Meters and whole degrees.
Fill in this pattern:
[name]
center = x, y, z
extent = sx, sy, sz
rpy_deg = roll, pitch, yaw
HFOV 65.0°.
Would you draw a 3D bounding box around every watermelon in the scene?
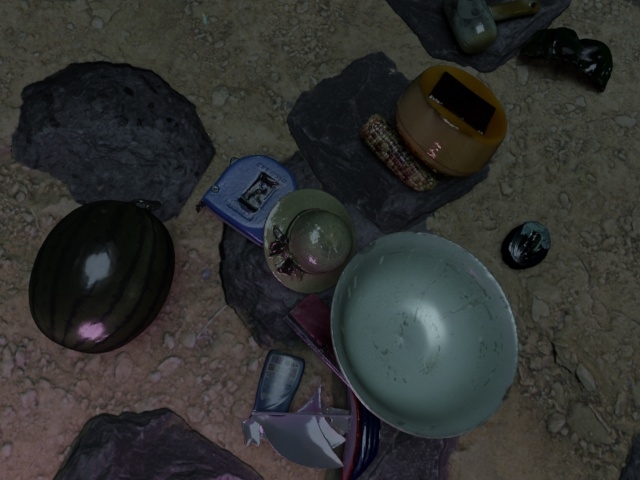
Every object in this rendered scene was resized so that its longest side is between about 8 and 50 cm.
[watermelon]
center = -0.463, 0.064, 1.096
extent = 0.278, 0.279, 0.360
rpy_deg = 17, 77, 0

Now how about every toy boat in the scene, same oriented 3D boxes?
[toy boat]
center = 0.000, 0.442, 1.114
extent = 0.317, 0.072, 0.219
rpy_deg = -14, 74, -24

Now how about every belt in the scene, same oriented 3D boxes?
[belt]
center = 0.533, 0.013, 1.297
extent = 0.105, 0.058, 0.140
rpy_deg = 38, 76, 2

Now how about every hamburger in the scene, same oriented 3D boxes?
[hamburger]
center = 0.325, -0.293, 1.271
extent = 0.299, 0.176, 0.301
rpy_deg = 14, 55, -20

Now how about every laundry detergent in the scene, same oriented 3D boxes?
[laundry detergent]
center = -0.106, 0.362, 1.162
extent = 0.096, 0.061, 0.207
rpy_deg = 20, 76, -7

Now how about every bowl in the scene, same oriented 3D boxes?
[bowl]
center = 0.203, 0.214, 1.138
extent = 0.434, 0.196, 0.436
rpy_deg = 5, 69, -13

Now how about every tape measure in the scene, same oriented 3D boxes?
[tape measure]
center = -0.110, -0.062, 1.249
extent = 0.351, 0.098, 0.215
rpy_deg = 36, 77, 2

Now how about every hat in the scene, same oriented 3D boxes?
[hat]
center = 0.000, 0.000, 1.176
extent = 0.256, 0.130, 0.258
rpy_deg = 0, 89, -24

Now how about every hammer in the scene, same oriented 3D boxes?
[hammer]
center = 0.510, -0.653, 1.442
extent = 0.305, 0.113, 0.202
rpy_deg = -15, 81, -16

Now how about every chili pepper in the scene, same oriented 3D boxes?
[chili pepper]
center = 0.704, -0.533, 1.411
extent = 0.264, 0.116, 0.148
rpy_deg = 16, 73, -1

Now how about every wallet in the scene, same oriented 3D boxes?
[wallet]
center = 0.028, 0.235, 1.196
extent = 0.232, 0.025, 0.119
rpy_deg = 45, 42, 6

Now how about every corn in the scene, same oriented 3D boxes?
[corn]
center = 0.205, -0.223, 1.317
extent = 0.086, 0.086, 0.253
rpy_deg = -42, 86, -12
